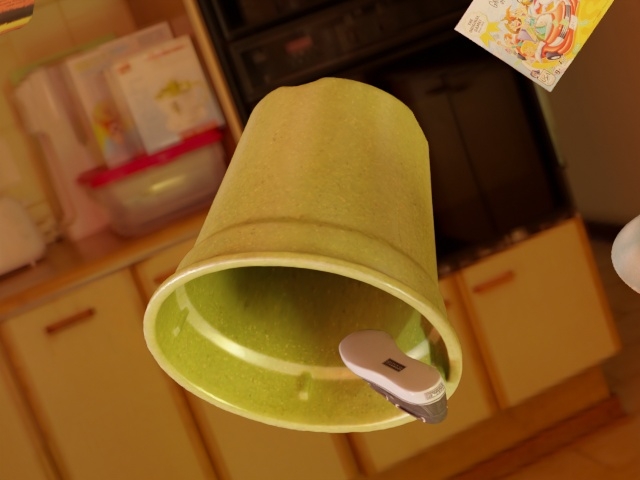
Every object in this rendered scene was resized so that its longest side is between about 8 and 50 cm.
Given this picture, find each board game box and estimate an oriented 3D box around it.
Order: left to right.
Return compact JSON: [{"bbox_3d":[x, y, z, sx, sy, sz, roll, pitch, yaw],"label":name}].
[{"bbox_3d":[0.204,-0.224,1.078,0.154,0.103,0.026,-57,2,11],"label":"board game box"}]

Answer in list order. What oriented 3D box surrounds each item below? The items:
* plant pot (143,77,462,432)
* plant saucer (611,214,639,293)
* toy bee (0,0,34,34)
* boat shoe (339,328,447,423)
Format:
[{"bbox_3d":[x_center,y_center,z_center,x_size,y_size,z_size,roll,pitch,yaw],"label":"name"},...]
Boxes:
[{"bbox_3d":[0.000,0.000,1.121,0.276,0.276,0.254,-14,47,27],"label":"plant pot"},{"bbox_3d":[0.421,-0.001,1.347,0.195,0.037,0.195,-8,36,6],"label":"plant saucer"},{"bbox_3d":[-0.287,-0.237,0.861,0.195,0.298,0.162,-5,-27,-18],"label":"toy bee"},{"bbox_3d":[0.062,0.119,1.062,0.049,0.040,0.142,-29,28,-19],"label":"boat shoe"}]
